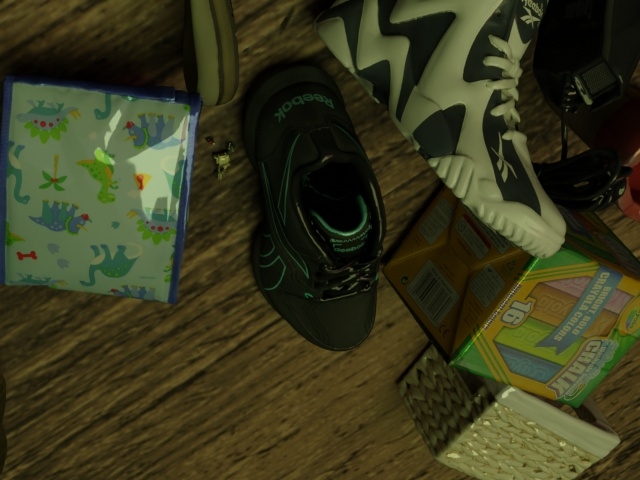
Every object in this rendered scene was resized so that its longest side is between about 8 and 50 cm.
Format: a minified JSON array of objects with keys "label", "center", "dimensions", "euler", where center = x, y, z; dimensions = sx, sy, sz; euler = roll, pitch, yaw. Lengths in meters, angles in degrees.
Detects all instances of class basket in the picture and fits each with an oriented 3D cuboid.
[{"label":"basket","center":[0.166,0.155,1.169],"dimensions":[0.167,0.113,0.103],"euler":[28,111,-36]}]

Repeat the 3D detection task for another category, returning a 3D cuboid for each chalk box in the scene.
[{"label":"chalk box","center":[0.186,0.041,1.079],"dimensions":[0.213,0.132,0.132],"euler":[20,114,-38]}]

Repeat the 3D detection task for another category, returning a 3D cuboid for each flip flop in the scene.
[{"label":"flip flop","center":[-0.097,-0.203,0.799],"dimensions":[0.080,0.112,0.277],"euler":[-4,133,-4]}]

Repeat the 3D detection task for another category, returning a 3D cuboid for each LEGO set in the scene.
[{"label":"LEGO set","center":[-0.100,-0.061,0.944],"dimensions":[0.083,0.023,0.054],"euler":[-7,127,-20]}]

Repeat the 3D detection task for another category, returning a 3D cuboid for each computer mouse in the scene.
[{"label":"computer mouse","center":[0.181,-0.142,0.944],"dimensions":[0.060,0.184,0.262],"euler":[9,82,-27]}]

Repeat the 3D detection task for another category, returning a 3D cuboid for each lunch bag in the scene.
[{"label":"lunch bag","center":[-0.149,-0.043,0.872],"dimensions":[0.129,0.096,0.151],"euler":[5,132,-7]}]

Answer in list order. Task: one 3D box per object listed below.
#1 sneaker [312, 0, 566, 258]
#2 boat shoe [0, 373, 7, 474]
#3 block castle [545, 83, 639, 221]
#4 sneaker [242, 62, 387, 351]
[{"label":"sneaker","center":[0.121,-0.114,0.882],"dimensions":[0.153,0.235,0.094],"euler":[-42,156,7]},{"label":"boat shoe","center":[-0.279,0.156,1.011],"dimensions":[0.056,0.048,0.153],"euler":[-49,157,-50]},{"label":"block castle","center":[0.397,-0.209,0.939],"dimensions":[0.303,0.213,0.453],"euler":[9,119,-30]},{"label":"sneaker","center":[0.000,0.000,0.983],"dimensions":[0.101,0.106,0.267],"euler":[-22,132,-10]}]
